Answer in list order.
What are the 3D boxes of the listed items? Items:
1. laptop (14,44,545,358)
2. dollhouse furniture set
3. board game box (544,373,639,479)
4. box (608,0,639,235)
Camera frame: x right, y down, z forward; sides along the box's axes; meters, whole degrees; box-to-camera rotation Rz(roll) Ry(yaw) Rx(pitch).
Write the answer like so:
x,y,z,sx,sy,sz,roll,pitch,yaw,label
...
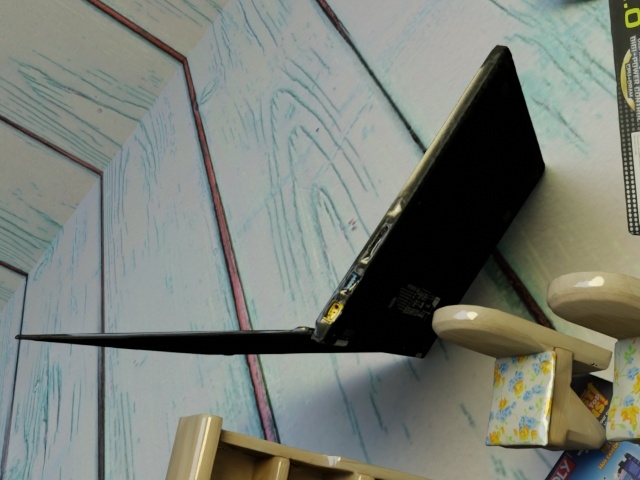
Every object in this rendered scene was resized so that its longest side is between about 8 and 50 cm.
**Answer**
x,y,z,sx,sy,sz,roll,pitch,yaw,label
0.000,0.000,0.876,0.236,0.382,0.407,33,92,19,laptop
0.064,0.225,0.633,0.394,0.257,0.362,-25,50,59,dollhouse furniture set
0.239,0.192,0.700,0.194,0.060,0.194,-59,25,9,board game box
0.273,-0.146,0.554,0.060,0.216,0.269,0,96,59,box
